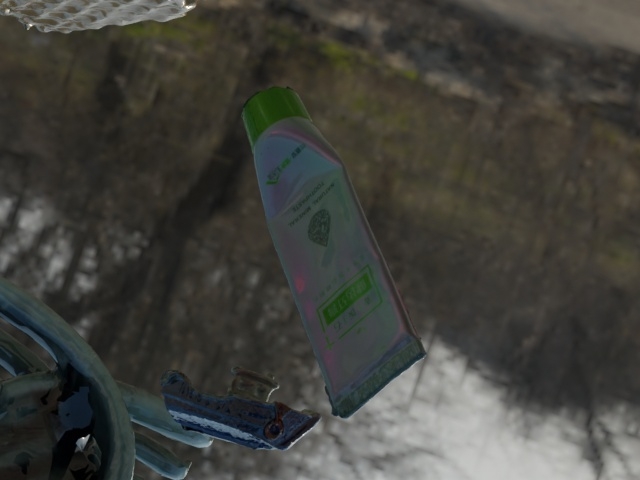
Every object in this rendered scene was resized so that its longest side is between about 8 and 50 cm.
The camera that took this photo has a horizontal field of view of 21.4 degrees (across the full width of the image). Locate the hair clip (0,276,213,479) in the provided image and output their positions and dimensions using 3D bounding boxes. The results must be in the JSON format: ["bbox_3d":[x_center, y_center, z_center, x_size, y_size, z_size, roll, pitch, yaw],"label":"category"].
[{"bbox_3d":[-0.218,0.204,1.045,0.392,0.238,0.318,30,147,-5],"label":"hair clip"}]

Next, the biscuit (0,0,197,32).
[{"bbox_3d":[-0.140,-0.138,0.619,0.094,0.054,0.379,-3,175,16],"label":"biscuit"}]

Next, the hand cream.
[{"bbox_3d":[0.001,0.000,1.242,0.050,0.079,0.275,-1,-132,-24],"label":"hand cream"}]

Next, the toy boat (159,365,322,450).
[{"bbox_3d":[-0.038,0.077,0.803,0.083,0.038,0.038,13,178,25],"label":"toy boat"}]
